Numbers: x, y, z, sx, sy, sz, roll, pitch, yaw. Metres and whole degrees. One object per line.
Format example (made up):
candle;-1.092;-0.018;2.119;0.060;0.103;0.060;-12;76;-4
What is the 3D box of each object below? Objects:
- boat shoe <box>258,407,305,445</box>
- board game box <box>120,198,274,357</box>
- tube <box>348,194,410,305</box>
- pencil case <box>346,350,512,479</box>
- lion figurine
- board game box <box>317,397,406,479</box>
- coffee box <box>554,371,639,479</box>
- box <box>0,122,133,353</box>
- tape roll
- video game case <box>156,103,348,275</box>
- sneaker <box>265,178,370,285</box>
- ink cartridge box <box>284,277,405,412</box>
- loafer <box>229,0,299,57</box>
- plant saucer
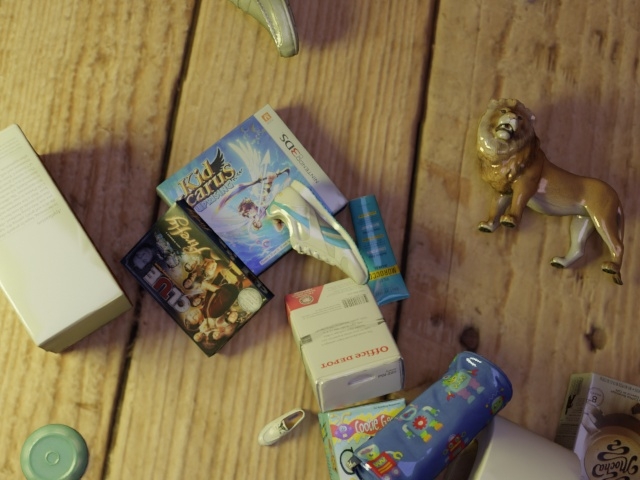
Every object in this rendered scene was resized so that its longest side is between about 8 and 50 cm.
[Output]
boat shoe;-0.070;0.338;1.820;0.100;0.035;0.035;-31;85;-10
board game box;-0.224;0.069;1.812;0.243;0.042;0.165;46;108;3
tube;0.103;0.018;1.891;0.080;0.052;0.207;-16;88;1
pencil case;0.181;0.315;1.670;0.306;0.119;0.133;-40;45;-20
lion figurine;0.449;-0.093;1.915;0.392;0.142;0.240;28;70;-15
board game box;0.096;0.427;1.766;0.142;0.144;0.275;-10;82;-9
coffee box;0.516;0.408;1.825;0.168;0.119;0.297;18;79;-3
box;-0.493;0.005;1.743;0.168;0.215;0.345;-32;85;-11
tape roll;0.317;0.441;1.735;0.169;0.246;0.246;26;79;-1
video game case;-0.127;-0.081;1.875;0.269;0.061;0.244;-39;85;-11
sneaker;0.000;0.000;1.810;0.092;0.087;0.229;-42;84;-4
ink cartridge box;0.041;0.180;1.776;0.158;0.092;0.218;-15;42;-8
loafer;-0.136;-0.483;1.925;0.111;0.112;0.320;-25;76;-4
plant saucer;-0.474;0.386;1.777;0.119;0.021;0.119;1;80;-5
